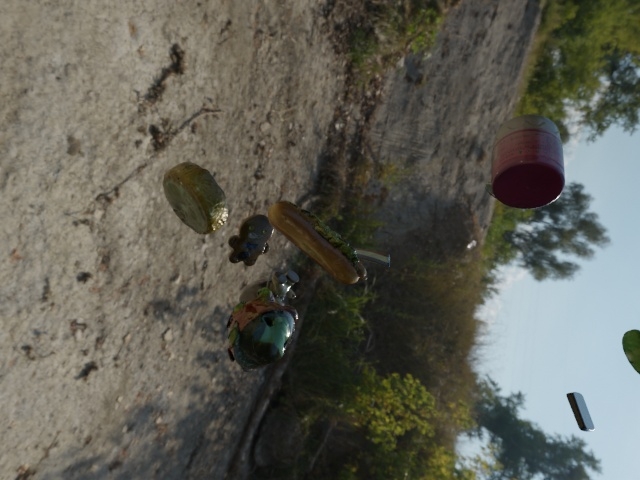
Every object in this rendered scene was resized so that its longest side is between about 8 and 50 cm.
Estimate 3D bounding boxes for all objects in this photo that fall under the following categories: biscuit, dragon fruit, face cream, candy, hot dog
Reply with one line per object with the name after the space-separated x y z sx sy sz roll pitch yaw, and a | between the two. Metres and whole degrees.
-0.273 0.001 1.860 0.236 0.179 0.039 -63 -144 22 | biscuit
-0.192 0.305 1.560 0.268 0.130 0.295 -6 114 -34 | dragon fruit
0.543 -0.208 1.243 0.175 0.175 0.195 86 17 -54 | face cream
-0.420 -0.141 1.595 0.118 0.259 0.260 -41 149 -32 | candy
0.000 0.000 1.331 0.100 0.337 0.135 -51 176 12 | hot dog

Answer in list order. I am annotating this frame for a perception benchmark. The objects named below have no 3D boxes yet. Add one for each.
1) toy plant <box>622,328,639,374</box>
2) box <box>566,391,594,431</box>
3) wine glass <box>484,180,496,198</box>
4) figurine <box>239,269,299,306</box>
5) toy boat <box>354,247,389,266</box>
0.745 0.275 0.912 0.224 0.184 0.316 109 -34 -50 | toy plant
0.873 0.576 1.585 0.126 0.027 0.125 24 48 -43 | box
0.640 -0.229 1.542 0.204 0.111 0.111 -48 165 2 | wine glass
-0.261 0.266 2.306 0.380 0.203 0.248 -40 178 39 | figurine
0.162 0.057 1.661 0.080 0.228 0.046 25 79 -37 | toy boat
